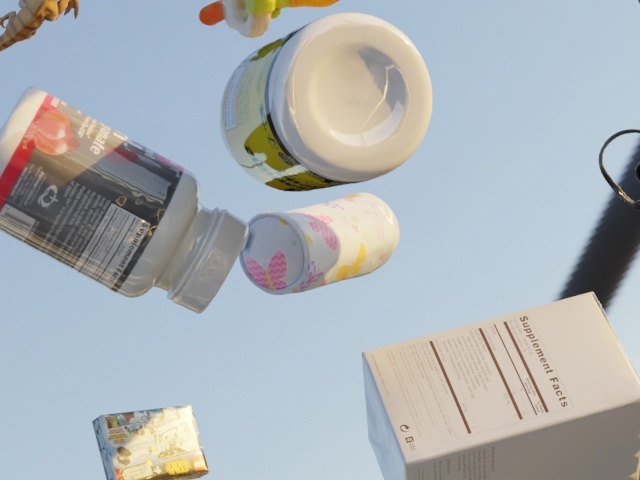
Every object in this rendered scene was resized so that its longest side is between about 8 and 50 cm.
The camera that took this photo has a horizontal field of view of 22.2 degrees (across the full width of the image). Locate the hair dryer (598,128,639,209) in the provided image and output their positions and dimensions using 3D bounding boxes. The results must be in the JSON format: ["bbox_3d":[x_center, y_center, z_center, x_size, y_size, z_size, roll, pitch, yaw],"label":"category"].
[{"bbox_3d":[0.453,-0.068,1.667,0.080,0.293,0.223,-47,-7,-41],"label":"hair dryer"}]

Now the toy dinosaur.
[{"bbox_3d":[-0.312,-0.271,1.844,0.211,0.064,0.112,-46,5,22],"label":"toy dinosaur"}]

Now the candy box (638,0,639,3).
[{"bbox_3d":[0.572,-0.376,1.965,0.317,0.122,0.268,-31,12,42],"label":"candy box"}]

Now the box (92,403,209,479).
[{"bbox_3d":[-0.213,0.260,2.050,0.137,0.094,0.027,-2,-23,-38],"label":"box"}]

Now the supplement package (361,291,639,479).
[{"bbox_3d":[0.214,0.210,1.924,0.293,0.175,0.177,-14,-43,-8],"label":"supplement package"}]

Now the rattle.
[{"bbox_3d":[-0.066,-0.324,2.103,0.143,0.130,0.200,-27,-2,-19],"label":"rattle"}]

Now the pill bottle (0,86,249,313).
[{"bbox_3d":[-0.256,-0.039,1.983,0.176,0.318,0.176,-58,11,17],"label":"pill bottle"}]

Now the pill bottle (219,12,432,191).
[{"bbox_3d":[-0.010,-0.153,1.922,0.188,0.188,0.334,-26,6,-16],"label":"pill bottle"}]

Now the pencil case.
[{"bbox_3d":[0.000,0.000,2.251,0.113,0.124,0.273,-56,-19,25],"label":"pencil case"}]
